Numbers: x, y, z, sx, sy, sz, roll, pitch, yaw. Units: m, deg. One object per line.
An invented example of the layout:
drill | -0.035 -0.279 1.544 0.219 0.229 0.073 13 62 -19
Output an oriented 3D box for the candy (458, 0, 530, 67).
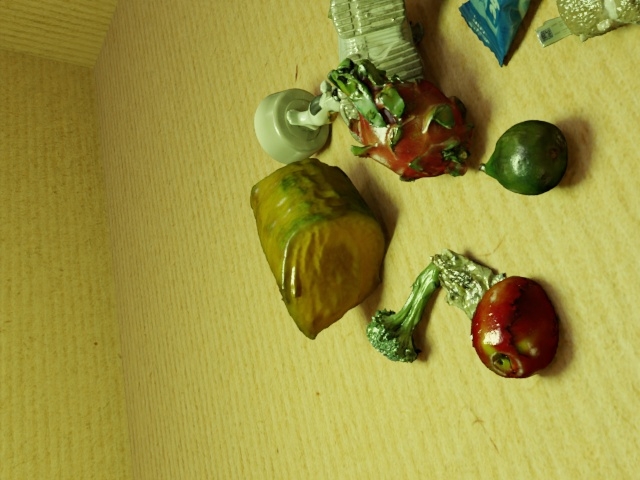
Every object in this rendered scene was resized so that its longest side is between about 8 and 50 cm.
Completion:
candy | 0.303 -0.464 1.238 0.331 0.077 0.187 97 160 -48

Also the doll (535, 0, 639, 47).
doll | 0.400 -0.340 1.083 0.115 0.105 0.221 56 160 -13

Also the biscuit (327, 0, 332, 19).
biscuit | 0.082 -0.591 1.746 0.203 0.016 0.144 9 93 58

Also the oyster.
oyster | 0.249 0.082 1.310 0.165 0.053 0.109 40 129 46

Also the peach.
peach | 0.304 0.125 1.169 0.092 0.127 0.172 -42 24 59

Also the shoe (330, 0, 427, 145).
shoe | 0.122 -0.363 1.515 0.198 0.171 0.351 -64 -31 -73

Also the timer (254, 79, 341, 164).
timer | -0.008 -0.284 1.699 0.266 0.175 0.175 -16 71 53

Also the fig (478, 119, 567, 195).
fig | 0.313 -0.125 1.199 0.177 0.117 0.117 171 103 -75

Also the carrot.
carrot | 0.000 0.000 1.556 0.242 0.241 0.341 -62 36 32

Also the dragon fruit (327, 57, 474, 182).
dragon fruit | 0.142 -0.213 1.344 0.198 0.269 0.200 -55 34 -10

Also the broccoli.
broccoli | 0.165 0.129 1.415 0.118 0.122 0.204 40 105 38
